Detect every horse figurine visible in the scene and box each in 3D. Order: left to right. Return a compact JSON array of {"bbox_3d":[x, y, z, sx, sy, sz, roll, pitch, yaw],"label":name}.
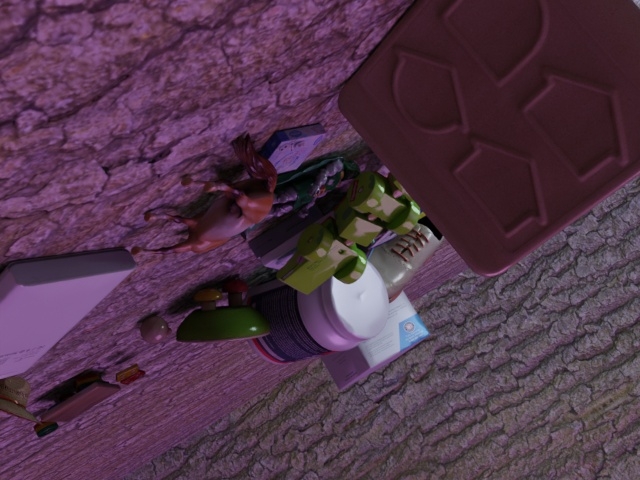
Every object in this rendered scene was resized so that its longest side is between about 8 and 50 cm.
[{"bbox_3d":[-0.143,-0.041,1.125,0.263,0.066,0.174,-38,155,32],"label":"horse figurine"}]

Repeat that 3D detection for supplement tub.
[{"bbox_3d":[-0.015,0.144,1.667,0.272,0.191,0.191,-20,178,43],"label":"supplement tub"}]

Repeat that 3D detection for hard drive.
[{"bbox_3d":[-0.423,0.118,1.141,0.307,0.040,0.203,-40,164,29],"label":"hard drive"}]

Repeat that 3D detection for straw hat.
[{"bbox_3d":[-0.522,0.258,1.361,0.144,0.145,0.061,103,5,-71],"label":"straw hat"}]

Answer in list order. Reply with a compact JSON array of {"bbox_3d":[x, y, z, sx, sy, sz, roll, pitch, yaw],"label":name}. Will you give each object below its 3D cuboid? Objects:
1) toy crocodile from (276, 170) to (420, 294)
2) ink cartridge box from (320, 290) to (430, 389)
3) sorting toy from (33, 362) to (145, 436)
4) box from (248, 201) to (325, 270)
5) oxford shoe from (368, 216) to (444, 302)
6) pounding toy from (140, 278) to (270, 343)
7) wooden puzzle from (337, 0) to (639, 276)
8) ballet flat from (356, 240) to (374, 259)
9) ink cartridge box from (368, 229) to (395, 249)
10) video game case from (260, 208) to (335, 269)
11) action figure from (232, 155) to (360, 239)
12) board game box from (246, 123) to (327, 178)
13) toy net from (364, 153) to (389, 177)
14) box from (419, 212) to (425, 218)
[{"bbox_3d":[0.057,-0.029,1.365,0.115,0.105,0.340,28,121,-32],"label":"toy crocodile"},{"bbox_3d":[0.088,0.185,1.993,0.198,0.270,0.197,-23,165,-30],"label":"ink cartridge box"},{"bbox_3d":[-0.490,0.314,1.665,0.275,0.046,0.132,-31,166,-1],"label":"sorting toy"},{"bbox_3d":[-0.046,-0.003,1.539,0.145,0.038,0.186,-32,167,3],"label":"box"},{"bbox_3d":[0.185,0.022,1.901,0.397,0.140,0.146,-42,171,-50],"label":"oxford shoe"},{"bbox_3d":[-0.217,0.134,1.573,0.237,0.110,0.183,-3,180,6],"label":"pounding toy"},{"bbox_3d":[0.228,-0.170,0.970,0.348,0.322,0.080,-44,173,38],"label":"wooden puzzle"},{"bbox_3d":[0.005,0.068,1.793,0.096,0.095,0.280,-1,149,-42],"label":"ballet flat"},{"bbox_3d":[0.226,-0.132,1.502,0.371,0.069,0.176,-46,170,21],"label":"ink cartridge box"},{"bbox_3d":[0.000,0.000,1.503,0.190,0.022,0.173,-33,164,12],"label":"video game case"},{"bbox_3d":[-0.030,-0.078,1.276,0.232,0.063,0.137,-28,163,-28],"label":"action figure"},{"bbox_3d":[-0.048,-0.125,1.143,0.090,0.020,0.090,-17,160,-44],"label":"board game box"},{"bbox_3d":[0.082,-0.104,1.457,0.122,0.045,0.232,-24,163,-19],"label":"toy net"},{"bbox_3d":[0.274,-0.110,1.847,0.178,0.042,0.109,-31,167,0],"label":"box"}]
